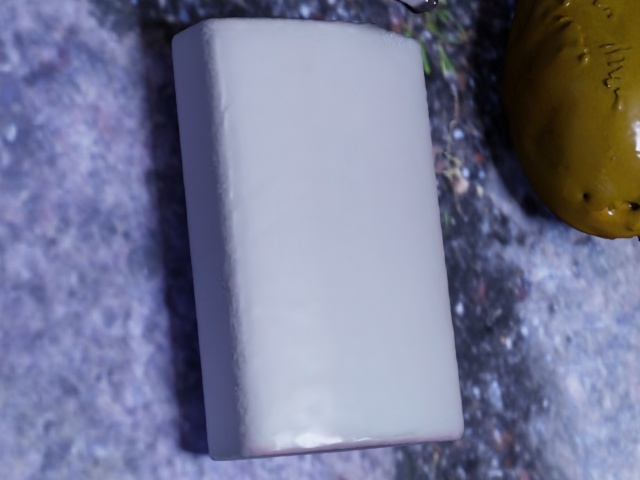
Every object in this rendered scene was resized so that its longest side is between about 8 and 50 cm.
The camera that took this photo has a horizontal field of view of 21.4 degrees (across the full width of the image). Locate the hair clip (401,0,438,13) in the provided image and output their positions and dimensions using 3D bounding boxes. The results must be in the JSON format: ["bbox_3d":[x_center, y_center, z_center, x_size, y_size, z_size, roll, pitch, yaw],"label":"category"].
[{"bbox_3d":[-0.026,-0.261,1.122,0.331,0.101,0.085,23,71,-28],"label":"hair clip"}]

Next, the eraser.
[{"bbox_3d":[0.000,0.000,1.079,0.174,0.095,0.270,0,79,-35],"label":"eraser"}]

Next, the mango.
[{"bbox_3d":[0.207,-0.122,1.223,0.151,0.156,0.248,1,78,1],"label":"mango"}]
